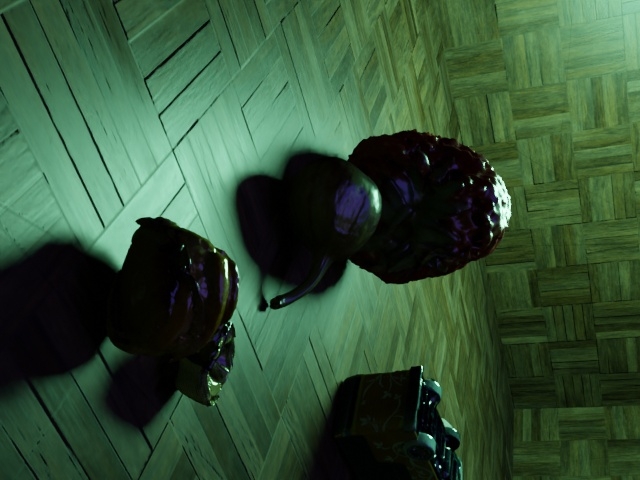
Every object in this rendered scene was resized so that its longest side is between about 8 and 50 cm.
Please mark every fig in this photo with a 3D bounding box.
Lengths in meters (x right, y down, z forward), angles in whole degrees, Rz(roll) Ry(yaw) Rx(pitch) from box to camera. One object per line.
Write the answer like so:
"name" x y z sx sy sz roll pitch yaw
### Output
"fig" 0.000 0.000 1.060 0.149 0.149 0.245 59 44 -50

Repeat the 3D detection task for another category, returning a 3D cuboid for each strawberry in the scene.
"strawberry" 0.173 -0.062 1.350 0.351 0.312 0.267 -90 -169 -79

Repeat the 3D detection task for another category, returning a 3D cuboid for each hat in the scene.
"hat" -0.122 0.120 0.759 0.076 0.059 0.077 87 17 -48

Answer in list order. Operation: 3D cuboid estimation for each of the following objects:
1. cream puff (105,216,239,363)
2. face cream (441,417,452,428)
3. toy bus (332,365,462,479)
"cream puff" -0.129 0.043 0.670 0.104 0.119 0.133 15 30 -33
"face cream" 0.213 0.432 1.552 0.214 0.096 0.095 -2 86 -70
"toy bus" 0.138 0.351 1.265 0.138 0.167 0.275 -74 146 -47
